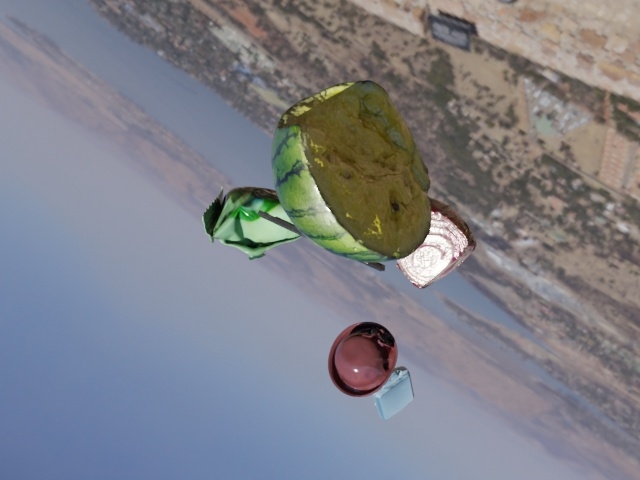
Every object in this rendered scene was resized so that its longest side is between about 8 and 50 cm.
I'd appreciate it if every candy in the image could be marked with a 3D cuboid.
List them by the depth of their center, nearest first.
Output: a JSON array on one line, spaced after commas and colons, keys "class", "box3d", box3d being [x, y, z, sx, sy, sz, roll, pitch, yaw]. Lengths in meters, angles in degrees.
[{"class": "candy", "box3d": [-0.124, -0.078, 2.161, 0.263, 0.397, 0.172, -91, -5, -64]}]

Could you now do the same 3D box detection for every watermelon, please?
[{"class": "watermelon", "box3d": [0.038, -0.103, 1.271, 0.330, 0.331, 0.189, 38, 144, -30]}]

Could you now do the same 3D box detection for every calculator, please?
[{"class": "calculator", "box3d": [0.205, 0.429, 2.068, 0.039, 0.121, 0.210, 48, 165, 37]}]

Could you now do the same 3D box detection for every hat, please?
[{"class": "hat", "box3d": [0.102, 0.306, 1.932, 0.205, 0.205, 0.089, 33, 180, 36]}]

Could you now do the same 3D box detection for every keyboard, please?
[{"class": "keyboard", "box3d": [0.000, 0.000, 1.637, 0.309, 0.018, 0.101, 24, 180, 30]}]

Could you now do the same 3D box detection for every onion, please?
[{"class": "onion", "box3d": [0.303, -0.005, 2.024, 0.206, 0.216, 0.207, 54, -162, 11]}]
